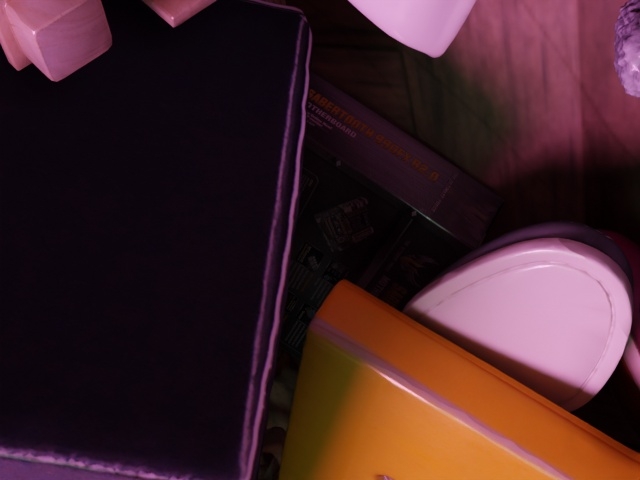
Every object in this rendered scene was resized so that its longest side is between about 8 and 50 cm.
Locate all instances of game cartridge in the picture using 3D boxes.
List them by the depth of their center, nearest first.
[{"bbox_3d":[0.124,0.184,0.576,0.323,0.053,0.285,29,149,11],"label":"game cartridge"}]

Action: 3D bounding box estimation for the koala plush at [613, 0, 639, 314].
[{"bbox_3d":[0.217,0.005,0.366,0.203,0.221,0.196,-1,128,37],"label":"koala plush"}]

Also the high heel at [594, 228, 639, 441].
[{"bbox_3d":[0.311,0.125,0.556,0.181,0.127,0.377,-31,99,4],"label":"high heel"}]

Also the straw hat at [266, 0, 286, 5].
[{"bbox_3d":[-0.098,-0.158,0.564,0.144,0.061,0.145,21,140,19],"label":"straw hat"}]

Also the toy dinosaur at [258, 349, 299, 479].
[{"bbox_3d":[0.007,0.227,0.839,0.200,0.127,0.296,29,127,-6],"label":"toy dinosaur"}]

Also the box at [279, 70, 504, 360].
[{"bbox_3d":[0.000,0.000,0.654,0.183,0.056,0.231,33,141,3],"label":"box"}]

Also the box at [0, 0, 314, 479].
[{"bbox_3d":[-0.287,0.079,0.547,0.479,0.298,0.472,10,142,-6],"label":"box"}]

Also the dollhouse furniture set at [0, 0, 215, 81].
[{"bbox_3d":[-0.222,-0.148,0.287,0.174,0.355,0.303,43,160,21],"label":"dollhouse furniture set"}]

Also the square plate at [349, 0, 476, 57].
[{"bbox_3d":[-0.039,-0.261,0.291,0.347,0.049,0.344,48,160,8],"label":"square plate"}]

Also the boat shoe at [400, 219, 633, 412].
[{"bbox_3d":[0.108,0.062,0.575,0.116,0.099,0.319,27,149,5],"label":"boat shoe"}]
